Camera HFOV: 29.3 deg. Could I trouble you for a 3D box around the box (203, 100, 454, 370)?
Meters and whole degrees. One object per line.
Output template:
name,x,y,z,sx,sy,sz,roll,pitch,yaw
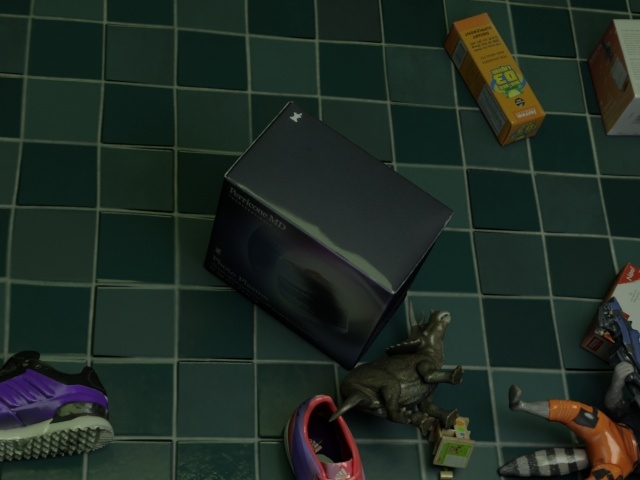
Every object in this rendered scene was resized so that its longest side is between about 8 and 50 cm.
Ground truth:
box,0.000,0.000,1.836,0.296,0.294,0.182,34,60,7

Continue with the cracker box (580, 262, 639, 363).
cracker box,0.563,0.163,2.005,0.232,0.067,0.155,30,60,5

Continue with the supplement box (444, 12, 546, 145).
supplement box,0.310,-0.288,2.186,0.078,0.080,0.233,-19,70,-19

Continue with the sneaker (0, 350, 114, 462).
sneaker,-0.446,0.229,1.733,0.293,0.102,0.146,0,58,-18

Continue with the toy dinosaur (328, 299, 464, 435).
toy dinosaur,0.107,0.220,1.818,0.314,0.121,0.160,-29,36,-36

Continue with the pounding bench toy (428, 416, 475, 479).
pounding bench toy,0.193,0.313,1.853,0.052,0.083,0.065,10,29,-10

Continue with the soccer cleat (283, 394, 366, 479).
soccer cleat,0.027,0.373,1.742,0.109,0.116,0.318,-11,65,-18

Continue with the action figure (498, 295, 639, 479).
action figure,0.439,0.270,1.871,0.330,0.178,0.341,-3,56,-18

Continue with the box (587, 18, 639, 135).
box,0.563,-0.294,2.214,0.091,0.130,0.170,-1,62,-12
